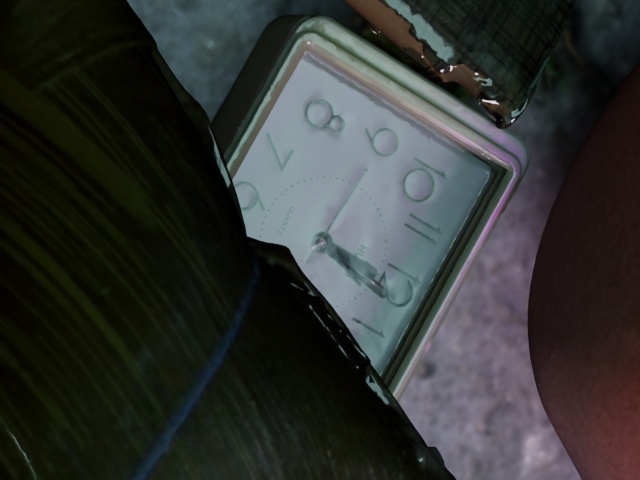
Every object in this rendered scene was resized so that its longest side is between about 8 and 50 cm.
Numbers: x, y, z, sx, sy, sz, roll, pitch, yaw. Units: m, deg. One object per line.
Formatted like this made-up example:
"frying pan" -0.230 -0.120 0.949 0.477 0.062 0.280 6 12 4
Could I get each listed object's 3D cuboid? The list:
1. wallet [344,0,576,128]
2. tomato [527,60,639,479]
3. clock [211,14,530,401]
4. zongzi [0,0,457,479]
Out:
"wallet" 0.007 -0.210 0.972 0.317 0.044 0.169 38 56 -16
"tomato" 0.249 0.032 0.959 0.321 0.321 0.321 -1 94 -16
"clock" 0.000 0.000 1.004 0.147 0.071 0.192 31 85 -16
"zongzi" -0.178 0.041 0.767 0.403 0.208 0.432 -34 101 -45
